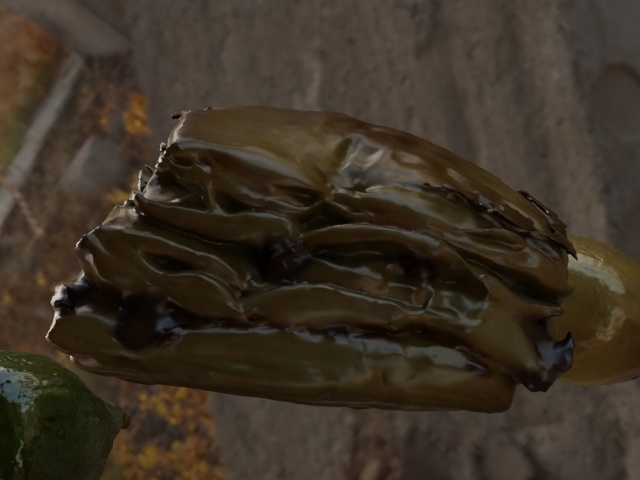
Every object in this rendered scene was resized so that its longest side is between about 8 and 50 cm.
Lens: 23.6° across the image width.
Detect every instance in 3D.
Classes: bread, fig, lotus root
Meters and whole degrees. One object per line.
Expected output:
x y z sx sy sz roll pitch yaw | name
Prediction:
0.000 0.000 1.007 0.277 0.324 0.167 -83 -3 -78 | bread
-0.292 0.194 1.630 0.235 0.203 0.203 -25 2 -44 | fig
0.205 0.056 1.392 0.303 0.146 0.131 14 95 27 | lotus root
